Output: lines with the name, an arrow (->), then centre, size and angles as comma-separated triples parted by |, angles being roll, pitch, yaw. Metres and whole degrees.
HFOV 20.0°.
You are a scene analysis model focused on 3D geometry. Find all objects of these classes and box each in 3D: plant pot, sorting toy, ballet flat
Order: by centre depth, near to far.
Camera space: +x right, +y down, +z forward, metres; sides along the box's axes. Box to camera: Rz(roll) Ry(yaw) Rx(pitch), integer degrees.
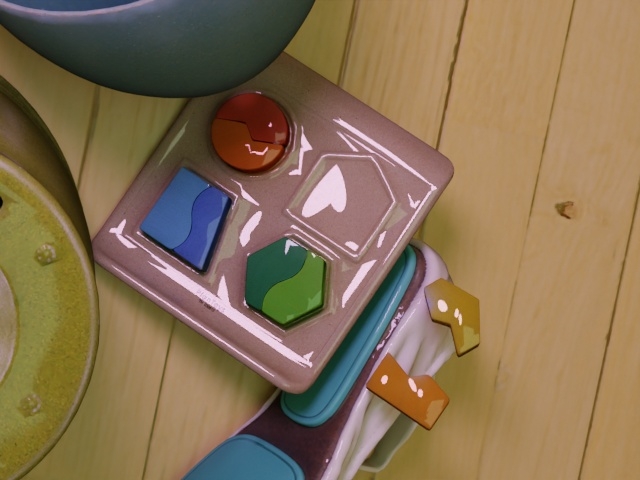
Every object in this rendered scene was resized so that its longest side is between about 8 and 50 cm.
plant pot -> -0.303, 0.035, 1.225 | 0.366, 0.353, 0.366 | -3, 98, -19
plant pot -> -0.108, -0.217, 1.331 | 0.290, 0.290, 0.195 | -42, 144, -11
sorting toy -> 0.000, 0.000, 1.424 | 0.307, 0.041, 0.229 | 34, 82, 9
ballet flat -> -0.006, 0.183, 1.482 | 0.139, 0.139, 0.400 | 39, 82, -20
